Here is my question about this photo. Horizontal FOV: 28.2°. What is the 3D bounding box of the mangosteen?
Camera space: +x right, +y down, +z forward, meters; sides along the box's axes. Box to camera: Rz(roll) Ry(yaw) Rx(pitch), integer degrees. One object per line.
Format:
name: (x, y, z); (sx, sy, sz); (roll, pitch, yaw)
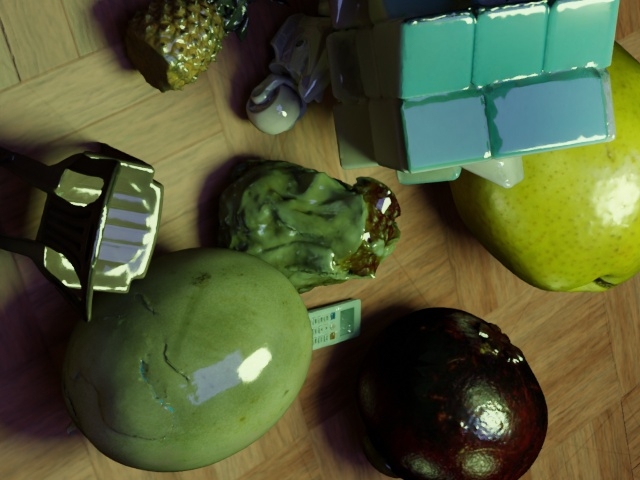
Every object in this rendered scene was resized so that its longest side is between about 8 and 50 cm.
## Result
mangosteen: (0.182, 0.251, 1.901); (0.293, 0.297, 0.297); (-35, 127, 10)

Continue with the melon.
melon: (-0.172, 0.153, 1.599); (0.330, 0.268, 0.268); (-32, 120, -21)

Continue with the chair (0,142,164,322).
chair: (-0.253, -0.019, 1.449); (0.183, 0.326, 0.175); (8, 99, -39)

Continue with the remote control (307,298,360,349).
remote control: (-0.006, 0.128, 1.877); (0.162, 0.029, 0.061); (-12, 111, -41)

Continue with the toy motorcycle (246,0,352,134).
toy motorcycle: (-0.006, -0.249, 1.724); (0.112, 0.112, 0.254); (44, 73, -37)

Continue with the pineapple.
pineapple: (-0.135, -0.293, 1.613); (0.251, 0.125, 0.125); (-42, 124, -30)

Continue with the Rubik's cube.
Rubik's cube: (0.198, -0.247, 1.624); (0.387, 0.368, 0.358); (-8, 99, -11)

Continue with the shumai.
shumai: (-0.001, -0.001, 1.732); (0.256, 0.218, 0.189); (16, 86, -43)

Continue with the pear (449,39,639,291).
pear: (0.364, -0.125, 1.897); (0.362, 0.362, 0.418); (10, 70, -40)
